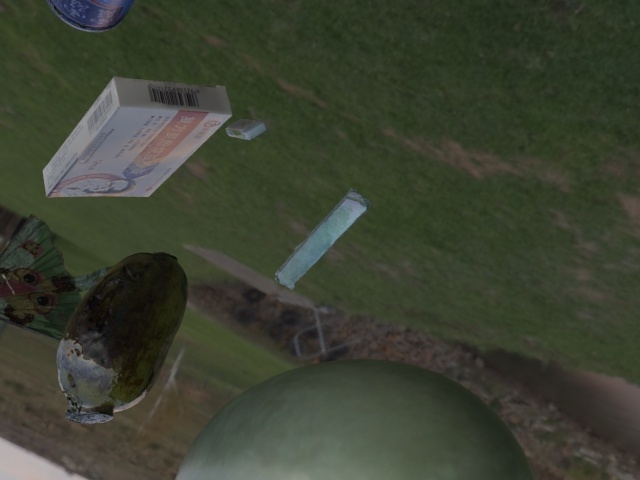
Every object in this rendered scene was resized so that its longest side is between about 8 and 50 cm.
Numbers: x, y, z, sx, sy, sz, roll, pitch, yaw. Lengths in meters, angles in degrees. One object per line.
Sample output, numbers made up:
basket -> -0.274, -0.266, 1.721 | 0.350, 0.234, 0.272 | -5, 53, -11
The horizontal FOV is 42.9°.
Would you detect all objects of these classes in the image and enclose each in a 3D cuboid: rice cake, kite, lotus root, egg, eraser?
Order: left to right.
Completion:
kite -> -0.444, 0.075, 1.330 | 0.268, 0.013, 0.322 | -11, -124, -40
lotus root -> -0.175, 0.079, 0.721 | 0.089, 0.179, 0.080 | 20, 147, 1
eraser -> -0.124, -0.185, 1.349 | 0.083, 0.038, 0.019 | 20, 138, 58
rice cake -> 0.000, 0.000, 1.329 | 0.043, 0.211, 0.034 | 41, -156, -6
egg -> 0.017, 0.227, 0.657 | 0.259, 0.258, 0.352 | 31, 141, -18

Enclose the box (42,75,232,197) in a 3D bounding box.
box -> -0.337, -0.173, 1.463 | 0.214, 0.069, 0.353 | -2, 162, -39

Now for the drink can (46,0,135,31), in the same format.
drink can -> -0.194, -0.297, 0.782 | 0.097, 0.097, 0.235 | 32, 152, -20
